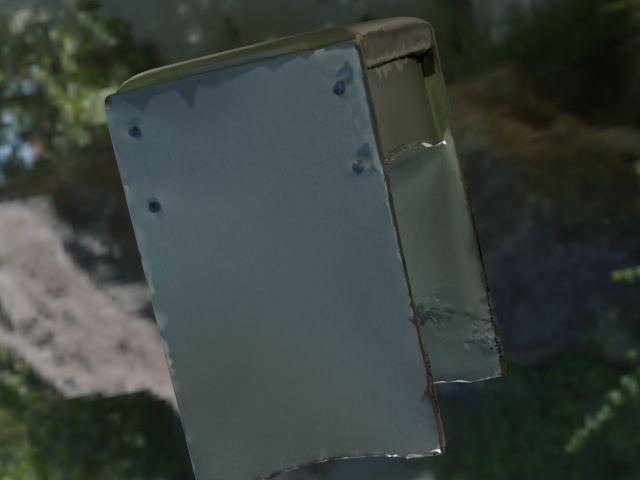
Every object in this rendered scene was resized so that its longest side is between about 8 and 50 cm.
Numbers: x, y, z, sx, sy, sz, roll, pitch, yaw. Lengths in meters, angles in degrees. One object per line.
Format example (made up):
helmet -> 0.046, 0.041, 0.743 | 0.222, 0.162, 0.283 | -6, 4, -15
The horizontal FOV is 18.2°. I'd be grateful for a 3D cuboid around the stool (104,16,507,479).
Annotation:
stool -> 0.000, 0.000, 1.316 | 0.243, 0.170, 0.270 | -32, -71, -73
